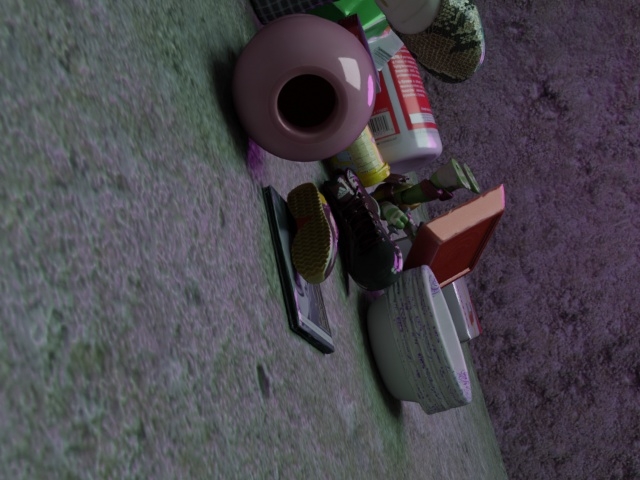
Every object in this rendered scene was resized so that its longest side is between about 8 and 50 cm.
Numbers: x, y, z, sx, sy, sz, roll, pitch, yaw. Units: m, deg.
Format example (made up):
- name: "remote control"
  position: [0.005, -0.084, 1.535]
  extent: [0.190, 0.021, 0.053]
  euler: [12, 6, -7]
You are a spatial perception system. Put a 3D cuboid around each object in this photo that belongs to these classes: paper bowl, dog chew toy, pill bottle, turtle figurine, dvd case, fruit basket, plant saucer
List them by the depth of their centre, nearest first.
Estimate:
- name: "dvd case"
  position: [-0.030, 0.046, 1.348]
  extent: [0.164, 0.018, 0.221]
  euler: [48, 27, -64]
- name: "dog chew toy"
  position: [-0.031, -0.247, 1.374]
  extent: [0.332, 0.207, 0.206]
  euler: [-103, 171, -66]
- name: "paper bowl"
  position: [0.186, 0.200, 1.792]
  extent: [0.284, 0.148, 0.284]
  euler: [-17, 90, -78]
- name: "fruit basket"
  position: [0.056, -0.517, 1.896]
  extent: [0.327, 0.165, 0.353]
  euler: [41, 38, -3]
- name: "turtle figurine"
  position: [0.206, -0.040, 1.904]
  extent: [0.198, 0.266, 0.274]
  euler: [41, 28, -40]
- name: "plant saucer"
  position: [0.276, 0.023, 1.935]
  extent: [0.048, 0.258, 0.259]
  euler: [46, -38, 25]
- name: "pill bottle"
  position: [0.110, -0.350, 2.048]
  extent: [0.229, 0.229, 0.407]
  euler: [13, 60, -76]

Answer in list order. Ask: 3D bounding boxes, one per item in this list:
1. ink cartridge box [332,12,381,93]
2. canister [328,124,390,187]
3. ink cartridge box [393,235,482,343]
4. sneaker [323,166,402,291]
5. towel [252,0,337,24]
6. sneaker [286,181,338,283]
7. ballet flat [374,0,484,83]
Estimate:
- name: "ink cartridge box"
  position: [0.006, -0.312, 1.655]
  extent: [0.127, 0.176, 0.128]
  euler: [-88, 158, -65]
- name: "canister"
  position: [0.058, -0.196, 1.860]
  extent: [0.073, 0.126, 0.170]
  euler: [-37, 113, -31]
- name: "ink cartridge box"
  position: [0.277, 0.133, 2.272]
  extent: [0.385, 0.160, 0.279]
  euler: [14, 59, -76]
- name: "sneaker"
  position: [0.061, -0.037, 1.729]
  extent: [0.162, 0.106, 0.281]
  euler: [56, 9, -38]
- name: "towel"
  position: [-0.046, -0.553, 1.635]
  extent: [0.121, 0.235, 0.283]
  euler: [-68, 139, -63]
- name: "sneaker"
  position: [0.000, 0.000, 1.340]
  extent: [0.084, 0.070, 0.185]
  euler: [51, 24, -44]
- name: "ballet flat"
  position: [0.140, -0.498, 1.587]
  extent: [0.182, 0.164, 0.482]
  euler: [4, 67, -47]
